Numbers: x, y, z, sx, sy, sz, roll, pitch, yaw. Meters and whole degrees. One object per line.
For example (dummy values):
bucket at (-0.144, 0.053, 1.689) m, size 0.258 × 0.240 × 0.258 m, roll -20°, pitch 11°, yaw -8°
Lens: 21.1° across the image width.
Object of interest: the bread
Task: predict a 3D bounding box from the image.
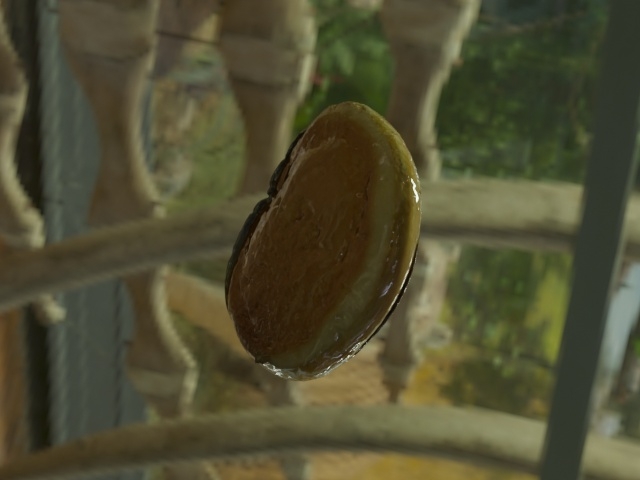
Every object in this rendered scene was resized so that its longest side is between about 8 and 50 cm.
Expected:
bread at (0.000, 0.000, 0.652) m, size 0.110 × 0.024 × 0.110 m, roll -29°, pitch -127°, yaw 48°
